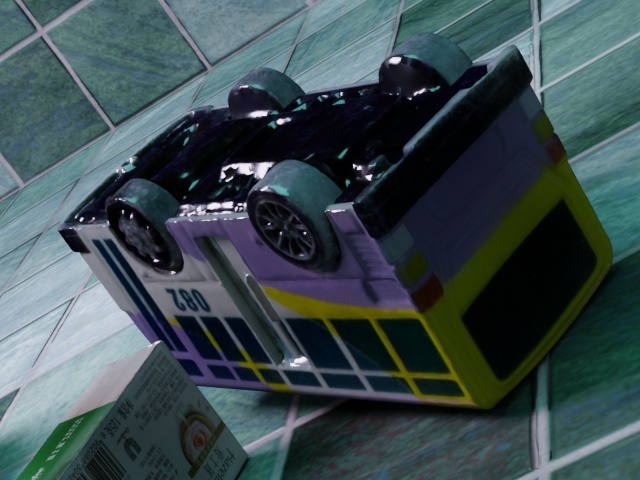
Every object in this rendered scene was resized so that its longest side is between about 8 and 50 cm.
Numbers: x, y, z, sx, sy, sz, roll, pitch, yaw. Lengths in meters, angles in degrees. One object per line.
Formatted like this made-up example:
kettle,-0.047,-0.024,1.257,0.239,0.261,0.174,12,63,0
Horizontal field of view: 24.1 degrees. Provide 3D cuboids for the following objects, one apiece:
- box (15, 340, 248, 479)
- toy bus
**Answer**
box,-0.157,0.196,1.224,0.081,0.135,0.199,-23,20,36
toy bus,0.000,0.000,1.260,0.440,0.249,0.209,-3,36,51
